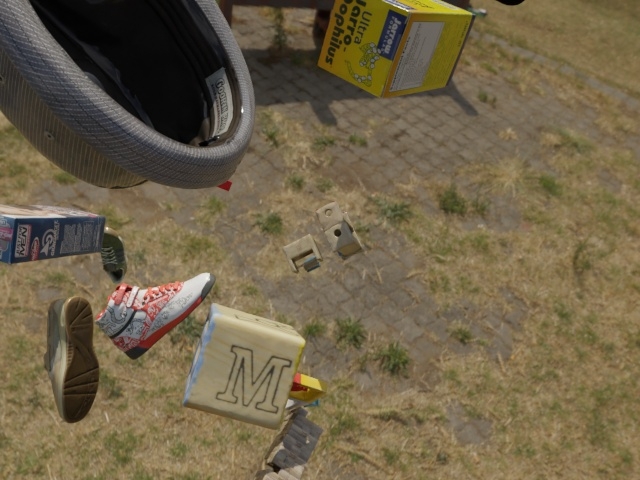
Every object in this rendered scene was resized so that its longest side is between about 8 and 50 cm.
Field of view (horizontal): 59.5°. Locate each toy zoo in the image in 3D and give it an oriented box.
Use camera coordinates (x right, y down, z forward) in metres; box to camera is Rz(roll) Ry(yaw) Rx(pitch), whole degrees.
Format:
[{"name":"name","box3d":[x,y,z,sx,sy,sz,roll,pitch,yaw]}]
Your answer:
[{"name":"toy zoo","box3d":[-0.118,0.399,1.512,0.293,0.192,0.030,25,47,-29]}]

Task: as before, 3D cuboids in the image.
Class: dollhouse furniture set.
[{"name":"dollhouse furniture set","box3d":[0.000,0.000,1.537,0.183,0.129,0.129,-26,72,9]}]

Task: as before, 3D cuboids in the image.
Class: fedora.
[{"name":"fedora","box3d":[-0.177,-0.150,0.445,0.275,0.124,0.244,53,33,-21]}]

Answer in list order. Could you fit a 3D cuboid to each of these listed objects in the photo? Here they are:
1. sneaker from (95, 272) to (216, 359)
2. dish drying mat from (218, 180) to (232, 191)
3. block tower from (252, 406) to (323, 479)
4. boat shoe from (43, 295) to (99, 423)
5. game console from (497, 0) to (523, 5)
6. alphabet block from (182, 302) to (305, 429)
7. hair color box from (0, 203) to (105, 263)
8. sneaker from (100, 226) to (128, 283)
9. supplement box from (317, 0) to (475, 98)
[{"name":"sneaker","box3d":[-0.372,0.132,1.244,0.145,0.270,0.090,47,5,-15]},{"name":"dish drying mat","box3d":[-0.284,-0.163,1.530,0.083,0.032,0.008,21,31,-13]},{"name":"block tower","box3d":[-0.109,0.616,1.489,0.097,0.091,0.336,36,54,-9]},{"name":"boat shoe","box3d":[-0.622,0.292,1.379,0.098,0.303,0.109,-8,-7,26]},{"name":"game console","box3d":[0.366,-0.523,0.822,0.213,0.361,0.044,23,37,-7]},{"name":"alphabet block","box3d":[-0.163,0.258,1.181,0.197,0.192,0.194,18,88,-11]},{"name":"hair color box","box3d":[-0.690,-0.024,1.345,0.173,0.105,0.347,11,5,9]},{"name":"sneaker","box3d":[-0.617,0.053,1.666,0.064,0.192,0.086,-2,50,-2]},{"name":"supplement box","box3d":[0.191,-0.487,1.358,0.195,0.194,0.356,34,34,24]}]
